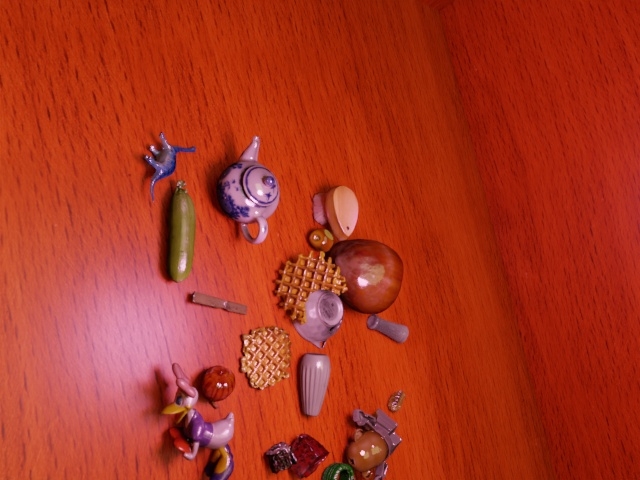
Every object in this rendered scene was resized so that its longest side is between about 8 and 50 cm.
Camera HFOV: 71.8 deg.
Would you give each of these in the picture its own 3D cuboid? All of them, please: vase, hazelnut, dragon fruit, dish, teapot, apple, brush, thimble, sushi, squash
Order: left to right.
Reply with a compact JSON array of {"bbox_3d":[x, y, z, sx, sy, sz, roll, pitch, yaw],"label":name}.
[{"bbox_3d":[-0.502,-0.035,1.595,0.101,0.101,0.378,9,70,-40],"label":"squash"},{"bbox_3d":[-0.381,0.239,1.673,0.248,0.036,0.043,24,67,-43],"label":"brush"},{"bbox_3d":[-0.265,-0.194,1.728,0.252,0.280,0.424,3,77,-40],"label":"teapot"},{"bbox_3d":[-0.152,0.816,1.666,0.094,0.098,0.084,-19,87,-33],"label":"sushi"},{"bbox_3d":[-0.053,0.854,1.769,0.127,0.120,0.161,47,6,31],"label":"dragon fruit"},{"bbox_3d":[-0.029,0.595,1.829,0.128,0.128,0.248,12,80,-39],"label":"vase"},{"bbox_3d":[0.000,0.000,2.026,0.102,0.099,0.114,26,36,-54],"label":"apple"},{"bbox_3d":[0.012,0.310,1.943,0.303,0.120,0.303,13,69,-38],"label":"dish"},{"bbox_3d":[0.068,-0.117,2.075,0.174,0.166,0.266,14,65,-39],"label":"brush"},{"bbox_3d":[0.074,0.983,1.827,0.130,0.090,0.118,12,69,-39],"label":"thimble"},{"bbox_3d":[0.202,0.150,2.017,0.366,0.366,0.365,13,70,-39],"label":"hazelnut"},{"bbox_3d":[0.333,0.438,2.216,0.219,0.096,0.096,28,61,-30],"label":"vase"}]

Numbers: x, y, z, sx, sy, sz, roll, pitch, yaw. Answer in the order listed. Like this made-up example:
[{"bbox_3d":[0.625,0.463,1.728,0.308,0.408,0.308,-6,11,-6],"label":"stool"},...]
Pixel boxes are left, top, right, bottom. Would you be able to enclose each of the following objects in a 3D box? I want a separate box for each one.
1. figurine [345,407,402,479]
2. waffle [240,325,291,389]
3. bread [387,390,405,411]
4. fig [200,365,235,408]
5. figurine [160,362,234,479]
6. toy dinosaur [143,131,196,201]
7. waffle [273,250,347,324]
[{"bbox_3d":[0.224,0.899,1.936,0.285,0.167,0.342,-15,68,-51],"label":"figurine"},{"bbox_3d":[-0.213,0.459,1.751,0.243,0.059,0.237,-2,83,-40],"label":"waffle"},{"bbox_3d":[0.371,0.788,2.170,0.066,0.060,0.110,43,55,-8],"label":"bread"},{"bbox_3d":[-0.363,0.510,1.566,0.128,0.150,0.128,6,54,-9],"label":"fig"},{"bbox_3d":[-0.390,0.604,1.445,0.193,0.154,0.421,-38,113,-17],"label":"figurine"},{"bbox_3d":[-0.579,-0.296,1.619,0.144,0.076,0.329,50,40,-28],"label":"toy dinosaur"},{"bbox_3d":[-0.053,0.182,1.856,0.293,0.069,0.259,-35,75,-4],"label":"waffle"}]
